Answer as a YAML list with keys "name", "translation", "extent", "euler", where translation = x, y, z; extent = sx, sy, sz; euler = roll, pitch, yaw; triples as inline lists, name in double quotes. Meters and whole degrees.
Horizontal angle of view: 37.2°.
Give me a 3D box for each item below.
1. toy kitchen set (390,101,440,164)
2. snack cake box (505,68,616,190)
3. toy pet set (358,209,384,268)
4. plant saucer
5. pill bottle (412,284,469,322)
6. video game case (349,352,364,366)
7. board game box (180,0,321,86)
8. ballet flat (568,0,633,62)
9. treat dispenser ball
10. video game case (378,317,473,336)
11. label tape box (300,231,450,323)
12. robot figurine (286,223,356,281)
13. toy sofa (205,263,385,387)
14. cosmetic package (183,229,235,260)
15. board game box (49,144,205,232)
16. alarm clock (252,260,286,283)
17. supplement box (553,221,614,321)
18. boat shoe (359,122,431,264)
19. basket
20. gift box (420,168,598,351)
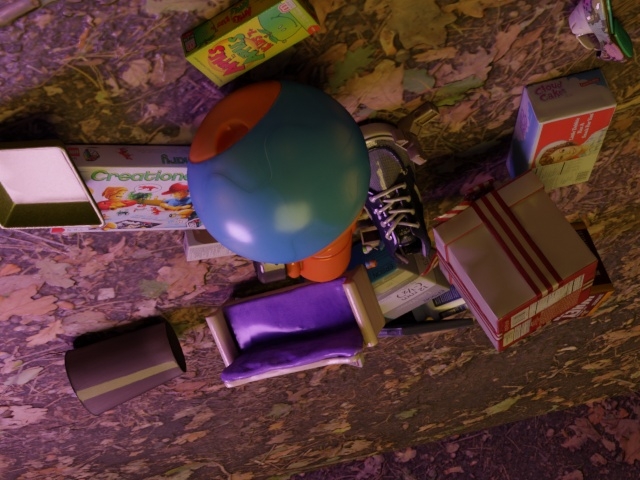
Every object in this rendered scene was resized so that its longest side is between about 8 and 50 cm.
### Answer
- name: "toy kitchen set"
  translation: [0.173, -0.194, 1.682]
  extent: [0.075, 0.083, 0.068]
  euler: [-32, 149, 27]
- name: "snack cake box"
  translation: [0.454, -0.200, 1.824]
  extent: [0.152, 0.089, 0.264]
  euler: [-12, 152, -4]
- name: "toy pet set"
  translation: [0.117, -0.005, 1.965]
  extent: [0.065, 0.122, 0.114]
  euler: [-11, 172, 4]
- name: "plant saucer"
  translation: [-0.449, -0.095, 1.489]
  extent: [0.188, 0.045, 0.188]
  euler: [-1, 142, 12]
- name: "pill bottle"
  translation: [0.308, 0.142, 2.359]
  extent: [0.169, 0.094, 0.094]
  euler: [-22, 152, 10]
- name: "video game case"
  translation: [-0.043, 0.220, 2.217]
  extent: [0.285, 0.025, 0.204]
  euler: [13, 157, 14]
- name: "board game box"
  translation: [-0.101, -0.301, 1.379]
  extent: [0.181, 0.043, 0.092]
  euler: [-27, 151, 18]
- name: "ballet flat"
  translation: [0.458, -0.356, 1.573]
  extent: [0.079, 0.077, 0.221]
  euler: [-8, 158, 27]
- name: "treat dispenser ball"
  translation: [-0.065, -0.107, 1.490]
  extent: [0.288, 0.288, 0.288]
  euler: [-13, 152, -7]
- name: "video game case"
  translation: [0.239, 0.222, 2.418]
  extent: [0.196, 0.026, 0.274]
  euler: [-6, 177, -20]
- name: "label tape box"
  translation: [0.158, 0.112, 2.201]
  extent: [0.249, 0.115, 0.347]
  euler: [-31, 148, 26]
- name: "robot figurine"
  translation: [0.001, -0.002, 1.895]
  extent: [0.158, 0.128, 0.219]
  euler: [-8, 153, -4]
- name: "toy sofa"
  translation: [-0.060, 0.182, 2.022]
  extent: [0.362, 0.150, 0.177]
  euler: [-15, -166, 25]
- name: "cosmetic package"
  translation: [-0.210, 0.003, 1.873]
  extent: [0.115, 0.041, 0.060]
  euler: [-7, 150, -18]
- name: "board game box"
  translation: [-0.303, -0.088, 1.642]
  extent: [0.305, 0.053, 0.193]
  euler: [-2, 148, -26]
- name: "alarm clock"
  translation: [-0.109, 0.025, 1.883]
  extent: [0.064, 0.129, 0.192]
  euler: [-13, 164, -6]
- name: "supplement box"
  translation: [0.562, 0.081, 2.281]
  extent: [0.191, 0.194, 0.129]
  euler: [-8, 151, -17]
- name: "boat shoe"
  translation: [0.141, -0.079, 1.793]
  extent: [0.127, 0.158, 0.340]
  euler: [-22, 152, 9]
- name: "basket"
  translation: [-0.431, 0.282, 2.151]
  extent: [0.226, 0.154, 0.204]
  euler: [-21, 153, 0]
- name: "gift box"
  translation: [0.348, 0.037, 1.839]
  extent: [0.276, 0.258, 0.255]
  euler: [-27, 155, -6]
